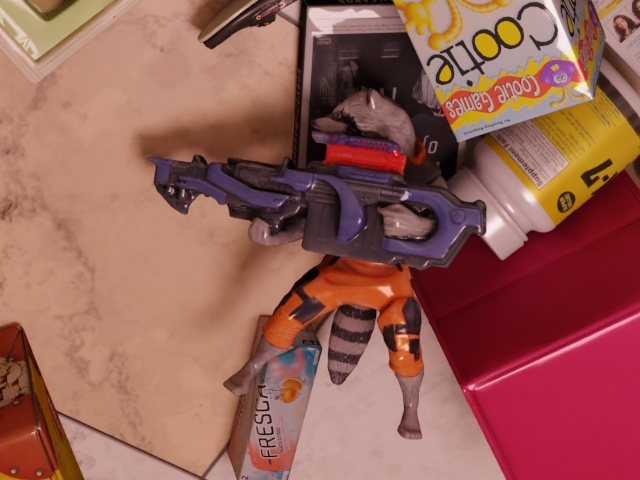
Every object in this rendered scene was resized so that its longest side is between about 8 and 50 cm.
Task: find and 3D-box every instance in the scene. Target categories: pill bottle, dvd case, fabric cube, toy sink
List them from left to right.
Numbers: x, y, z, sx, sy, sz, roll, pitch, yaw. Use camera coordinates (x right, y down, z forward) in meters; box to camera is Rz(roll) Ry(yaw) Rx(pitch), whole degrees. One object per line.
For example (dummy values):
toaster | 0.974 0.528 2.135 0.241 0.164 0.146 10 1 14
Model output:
toy sink | -0.221 -0.281 1.707 0.234 0.131 0.153 -36 121 7
dvd case | 0.063 -0.132 1.922 0.179 0.029 0.238 -3 119 -12
pill bottle | 0.231 -0.084 1.926 0.208 0.119 0.119 -41 120 3
fabric cube | 0.270 0.117 1.981 0.258 0.259 0.254 -26 123 2

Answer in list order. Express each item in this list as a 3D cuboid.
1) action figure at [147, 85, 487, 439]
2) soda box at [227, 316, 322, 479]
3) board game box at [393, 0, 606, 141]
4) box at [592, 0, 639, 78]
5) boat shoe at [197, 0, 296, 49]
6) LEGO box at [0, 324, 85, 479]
action figure | 0.000 0.000 1.893 0.341 0.178 0.330 18 104 15
soda box | -0.051 0.175 2.048 0.058 0.063 0.183 4 118 -19
board game box | 0.146 -0.256 1.760 0.144 0.142 0.275 -17 115 22
box | 0.307 -0.248 1.898 0.100 0.060 0.244 -42 120 11
boat shoe | -0.058 -0.223 1.828 0.133 0.049 0.042 -37 113 3
LEGO box | -0.403 0.388 2.006 0.372 0.193 0.500 -18 122 -4
